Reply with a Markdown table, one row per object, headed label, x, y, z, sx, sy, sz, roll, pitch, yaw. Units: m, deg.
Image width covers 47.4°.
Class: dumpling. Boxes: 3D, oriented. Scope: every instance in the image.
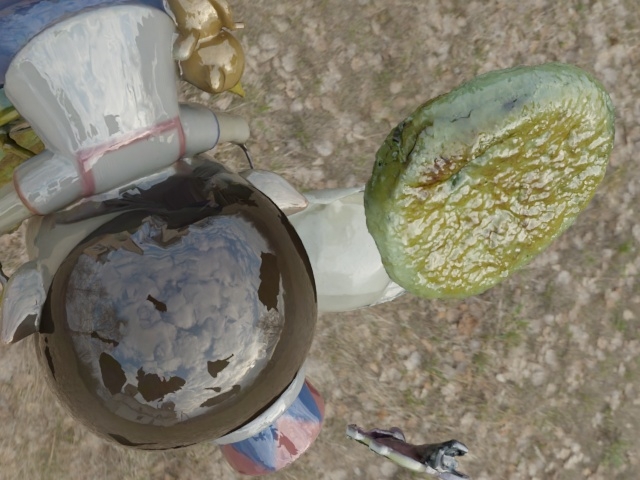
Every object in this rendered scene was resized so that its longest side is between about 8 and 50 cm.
| label | x | y | z | sx | sy | sz | roll | pitch | yaw |
| --- | --- | --- | --- | --- | --- | --- | --- | --- | --- |
| dumpling | -0.004 | -0.001 | 1.123 | 0.341 | 0.260 | 0.181 | 20 | 55 | 13 |

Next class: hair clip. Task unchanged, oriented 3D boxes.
| label | x | y | z | sx | sy | sz | roll | pitch | yaw |
| --- | --- | --- | --- | --- | --- | --- | --- | --- | --- |
| hair clip | 0.119 | 0.286 | 0.995 | 0.146 | 0.187 | 0.056 | 25 | 73 | -36 |

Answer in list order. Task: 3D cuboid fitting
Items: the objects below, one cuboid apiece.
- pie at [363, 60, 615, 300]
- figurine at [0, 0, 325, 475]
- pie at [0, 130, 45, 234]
| label | x | y | z | sx | sy | sz | roll | pitch | yaw |
| --- | --- | --- | --- | --- | --- | --- | --- | --- | --- |
| pie | 0.168 | -0.054 | 0.723 | 0.276 | 0.079 | 0.277 | -17 | 140 | -15 |
| figurine | -0.087 | 0.003 | 0.370 | 0.161 | 0.158 | 0.276 | -23 | 98 | -24 |
| pie | -0.327 | -0.148 | 0.917 | 0.296 | 0.371 | 0.078 | -36 | 122 | 10 |
